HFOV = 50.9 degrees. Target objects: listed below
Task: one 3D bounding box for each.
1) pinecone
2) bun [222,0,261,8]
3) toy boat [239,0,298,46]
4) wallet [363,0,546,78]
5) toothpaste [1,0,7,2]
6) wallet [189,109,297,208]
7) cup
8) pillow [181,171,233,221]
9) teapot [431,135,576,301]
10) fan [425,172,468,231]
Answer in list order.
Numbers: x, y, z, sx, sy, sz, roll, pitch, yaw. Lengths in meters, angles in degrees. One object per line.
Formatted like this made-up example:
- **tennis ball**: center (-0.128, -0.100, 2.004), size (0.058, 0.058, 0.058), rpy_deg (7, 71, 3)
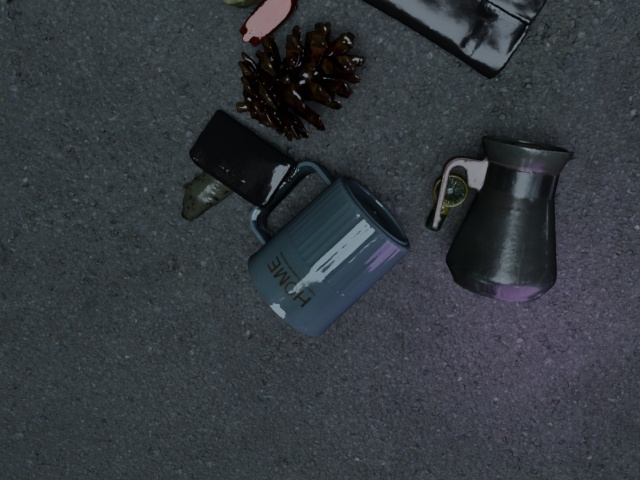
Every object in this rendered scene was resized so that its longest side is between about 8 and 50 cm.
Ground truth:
- **pinecone**: center (-0.044, -0.350, 1.484), size (0.309, 0.244, 0.244), rpy_deg (-34, 104, 5)
- **bun**: center (-0.156, -0.631, 1.411), size (0.259, 0.152, 0.259), rpy_deg (36, 144, 32)
- **toy boat**: center (-0.111, -0.510, 1.519), size (0.173, 0.059, 0.069), rpy_deg (-44, 101, 12)
- **wallet**: center (0.270, -0.549, 1.460), size (0.406, 0.062, 0.228), rpy_deg (30, 110, -5)
- **toothpaste**: center (-0.611, -0.686, 1.507), size (0.392, 0.061, 0.098), rpy_deg (-30, 105, 19)
- **wallet**: center (-0.187, -0.190, 1.613), size (0.250, 0.044, 0.149), rpy_deg (36, 95, 6)
- **cup**: center (0.014, 0.010, 1.625), size (0.311, 0.331, 0.257), rpy_deg (-43, 134, 16)
- **pillow**: center (-0.266, -0.141, 1.675), size (0.241, 0.051, 0.093), rpy_deg (-34, 97, 16)
- **teapot**: center (0.413, -0.058, 1.540), size (0.300, 0.253, 0.343), rpy_deg (9, 104, 2)
- **fan**: center (0.299, -0.093, 1.639), size (0.082, 0.039, 0.155), rpy_deg (22, 112, -3)
